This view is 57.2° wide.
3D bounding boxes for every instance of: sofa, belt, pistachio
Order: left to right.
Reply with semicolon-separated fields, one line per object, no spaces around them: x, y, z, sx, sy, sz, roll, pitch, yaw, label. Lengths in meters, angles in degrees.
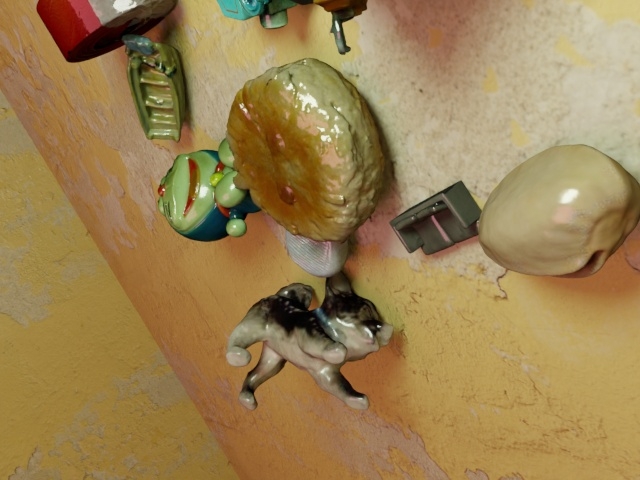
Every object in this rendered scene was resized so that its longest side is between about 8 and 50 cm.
-0.407;-0.444;1.120;0.324;0.227;0.115;-2;120;57;belt
0.174;-0.022;0.888;0.085;0.060;0.147;56;150;-2;sofa
0.273;-0.026;0.689;0.223;0.126;0.152;138;130;-64;pistachio

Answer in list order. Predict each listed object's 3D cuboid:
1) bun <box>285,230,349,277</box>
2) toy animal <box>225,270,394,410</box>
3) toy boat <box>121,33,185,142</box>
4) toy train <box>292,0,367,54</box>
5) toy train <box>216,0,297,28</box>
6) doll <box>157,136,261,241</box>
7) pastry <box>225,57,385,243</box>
0.000;0.000;1.135;0.140;0.083;0.141;24;130;32;bun
-0.010;0.179;1.206;0.344;0.303;0.194;-6;123;30;toy animal
-0.351;-0.334;1.261;0.111;0.084;0.276;8;145;4;toy boat
0.027;-0.406;0.561;0.249;0.178;0.429;-7;105;14;toy train
-0.097;-0.412;0.833;0.163;0.112;0.203;32;141;43;toy train
-0.219;-0.098;1.243;0.322;0.186;0.199;-4;75;44;doll
-0.022;-0.141;0.968;0.329;0.136;0.330;33;142;31;pastry
